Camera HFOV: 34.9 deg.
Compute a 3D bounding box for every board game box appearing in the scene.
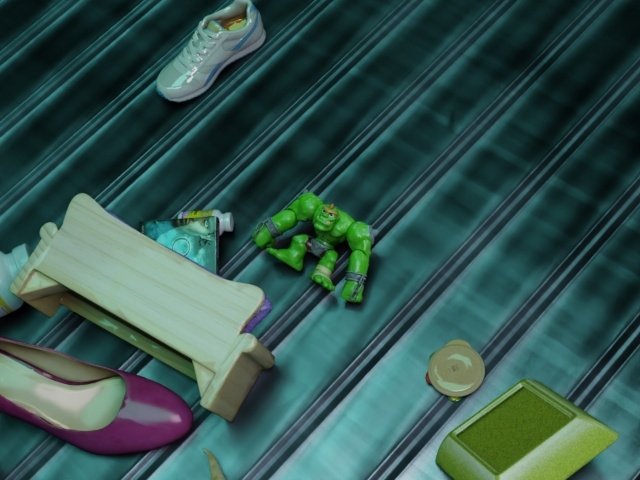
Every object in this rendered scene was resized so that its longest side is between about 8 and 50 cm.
[{"bbox_3d":[-0.217,0.057,1.559,0.126,0.026,0.186,-5,73,7],"label":"board game box"}]

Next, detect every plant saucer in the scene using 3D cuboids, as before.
[{"bbox_3d":[0.254,0.255,1.317,0.188,0.045,0.188,-34,23,-10],"label":"plant saucer"}]

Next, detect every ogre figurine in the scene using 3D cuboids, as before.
[{"bbox_3d":[0.000,0.000,1.545,0.197,0.097,0.118,29,86,39],"label":"ogre figurine"}]

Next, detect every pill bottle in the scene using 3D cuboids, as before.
[{"bbox_3d":[-0.182,-0.027,1.615,0.083,0.043,0.043,-3,60,7],"label":"pill bottle"},{"bbox_3d":[-0.526,0.076,1.579,0.184,0.103,0.103,-26,60,-6],"label":"pill bottle"}]

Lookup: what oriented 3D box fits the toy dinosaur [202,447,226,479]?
[{"bbox_3d":[-0.125,0.355,1.381,0.093,0.053,0.183,-11,59,5],"label":"toy dinosaur"}]

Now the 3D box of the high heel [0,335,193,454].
[{"bbox_3d":[-0.372,0.208,1.431,0.377,0.181,0.127,5,61,12],"label":"high heel"}]

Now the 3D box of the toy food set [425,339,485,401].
[{"bbox_3d":[0.191,0.184,1.444,0.083,0.020,0.083,-34,61,-10],"label":"toy food set"}]

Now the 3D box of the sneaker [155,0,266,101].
[{"bbox_3d":[-0.199,-0.333,1.766,0.229,0.092,0.087,-43,64,-13],"label":"sneaker"}]

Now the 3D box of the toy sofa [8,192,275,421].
[{"bbox_3d":[-0.240,0.095,1.458,0.363,0.150,0.177,27,77,15],"label":"toy sofa"}]
